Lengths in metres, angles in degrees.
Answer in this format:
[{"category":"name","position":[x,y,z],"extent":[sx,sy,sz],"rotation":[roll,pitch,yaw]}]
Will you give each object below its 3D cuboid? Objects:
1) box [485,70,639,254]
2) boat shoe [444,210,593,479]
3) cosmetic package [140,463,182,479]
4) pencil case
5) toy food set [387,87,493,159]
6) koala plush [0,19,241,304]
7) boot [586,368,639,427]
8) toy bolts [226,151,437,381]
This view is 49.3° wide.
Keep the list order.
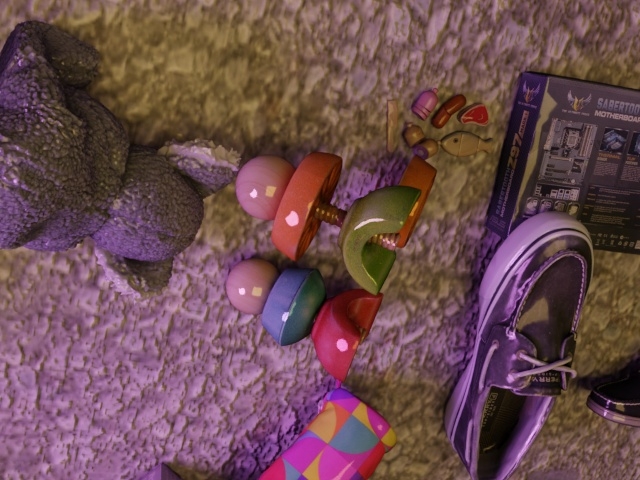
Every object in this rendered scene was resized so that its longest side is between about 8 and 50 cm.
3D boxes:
[{"category":"box","position":[0.320,-0.082,0.790],"extent":[0.233,0.059,0.183],"rotation":[4,108,-16]},{"category":"boat shoe","position":[0.235,0.135,0.779],"extent":[0.121,0.119,0.335],"rotation":[4,117,-12]},{"category":"cosmetic package","position":[-0.231,0.378,0.766],"extent":[0.238,0.127,0.107],"rotation":[-42,114,0]},{"category":"pencil case","position":[-0.017,0.270,0.765],"extent":[0.236,0.104,0.104],"rotation":[-47,115,-20]},{"category":"toy food set","position":[0.132,-0.125,0.748],"extent":[0.122,0.019,0.078],"rotation":[-6,110,-13]},{"category":"koala plush","position":[-0.195,-0.046,0.611],"extent":[0.221,0.203,0.196],"rotation":[29,100,-33]},{"category":"boot","position":[0.450,0.136,0.886],"extent":[0.236,0.085,0.178],"rotation":[-2,107,-21]},{"category":"toy bolts","position":[0.000,0.000,0.707],"extent":[0.158,0.218,0.228],"rotation":[24,121,9]}]
